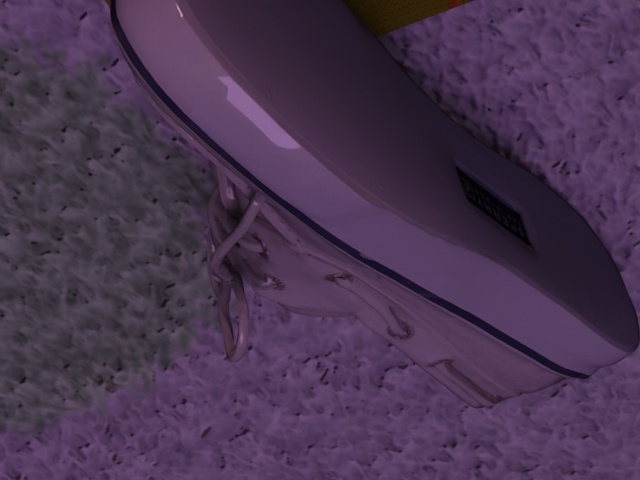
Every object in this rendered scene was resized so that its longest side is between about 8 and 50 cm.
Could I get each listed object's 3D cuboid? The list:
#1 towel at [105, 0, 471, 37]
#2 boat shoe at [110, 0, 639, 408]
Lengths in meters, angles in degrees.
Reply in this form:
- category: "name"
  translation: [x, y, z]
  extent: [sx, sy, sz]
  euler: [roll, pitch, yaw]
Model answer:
- category: "towel"
  translation: [0.018, -0.136, 0.861]
  extent: [0.237, 0.021, 0.102]
  euler: [-21, 127, 9]
- category: "boat shoe"
  translation: [-0.001, -0.006, 0.893]
  extent: [0.156, 0.136, 0.367]
  euler: [-32, 140, 24]
